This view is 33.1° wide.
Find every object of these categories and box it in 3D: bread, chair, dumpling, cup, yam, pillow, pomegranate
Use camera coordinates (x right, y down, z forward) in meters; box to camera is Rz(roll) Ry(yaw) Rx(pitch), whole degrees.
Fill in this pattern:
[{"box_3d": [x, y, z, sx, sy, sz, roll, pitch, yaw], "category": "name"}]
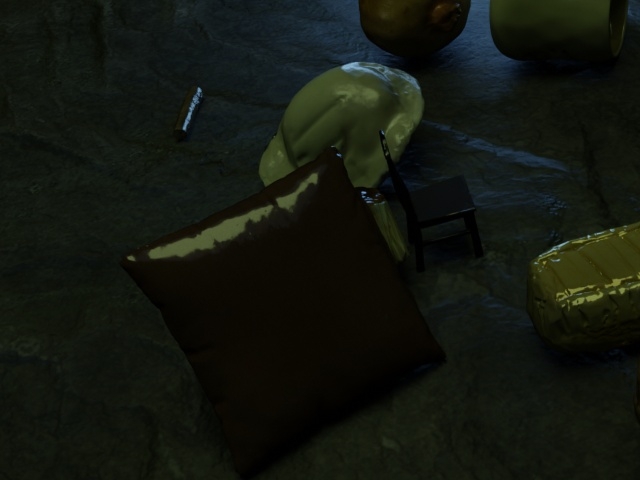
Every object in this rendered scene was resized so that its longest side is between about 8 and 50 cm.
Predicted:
[{"box_3d": [0.001, -0.002, 1.479, 0.210, 0.109, 0.192, -20, 11, -3], "category": "bread"}, {"box_3d": [0.152, -0.068, 1.464, 0.101, 0.212, 0.084, -15, 37, 3], "category": "chair"}, {"box_3d": [0.369, 0.058, 1.313, 0.236, 0.106, 0.140, -17, 36, -1], "category": "bread"}, {"box_3d": [0.043, -0.152, 1.688, 0.175, 0.243, 0.227, 7, 45, -36], "category": "dumpling"}, {"box_3d": [0.413, -0.413, 1.828, 0.202, 0.173, 0.255, 7, 44, 25], "category": "cup"}, {"box_3d": [-0.243, -0.234, 1.970, 0.032, 0.032, 0.145, -6, 38, 13], "category": "yam"}, {"box_3d": [-0.039, 0.085, 1.318, 0.305, 0.307, 0.108, -29, 3, -14], "category": "pillow"}, {"box_3d": [0.168, -0.423, 1.929, 0.207, 0.207, 0.207, -10, 38, 8], "category": "pomegranate"}]

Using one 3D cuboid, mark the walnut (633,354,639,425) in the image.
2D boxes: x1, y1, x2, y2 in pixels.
[{"box_3d": [0.448, 0.154, 1.083, 0.261, 0.225, 0.225, -7, 38, 4], "category": "walnut"}]
